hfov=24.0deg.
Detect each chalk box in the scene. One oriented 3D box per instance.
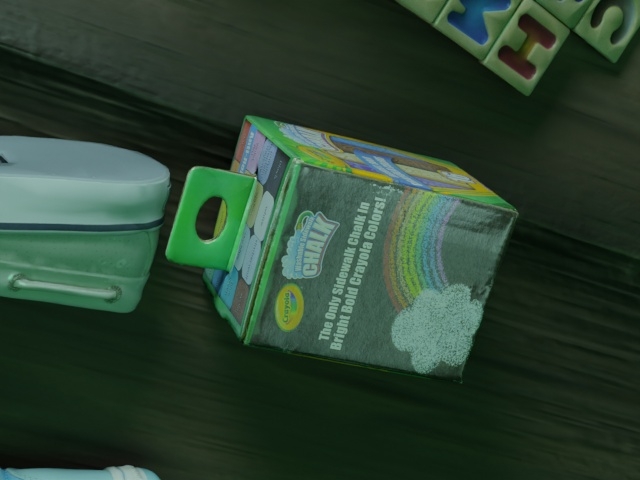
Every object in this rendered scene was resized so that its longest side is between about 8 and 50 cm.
[{"bbox_3d":[0.000,0.000,1.025,0.213,0.132,0.132,13,103,-19],"label":"chalk box"}]

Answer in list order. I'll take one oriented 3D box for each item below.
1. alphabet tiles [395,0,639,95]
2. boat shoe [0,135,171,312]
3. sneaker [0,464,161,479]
[{"bbox_3d":[0.149,-0.264,0.997,0.342,0.011,0.285,28,96,-41],"label":"alphabet tiles"},{"bbox_3d":[-0.281,0.012,0.951,0.367,0.136,0.157,1,109,-28],"label":"boat shoe"},{"bbox_3d":[-0.243,0.296,1.045,0.208,0.127,0.319,14,92,-23],"label":"sneaker"}]
